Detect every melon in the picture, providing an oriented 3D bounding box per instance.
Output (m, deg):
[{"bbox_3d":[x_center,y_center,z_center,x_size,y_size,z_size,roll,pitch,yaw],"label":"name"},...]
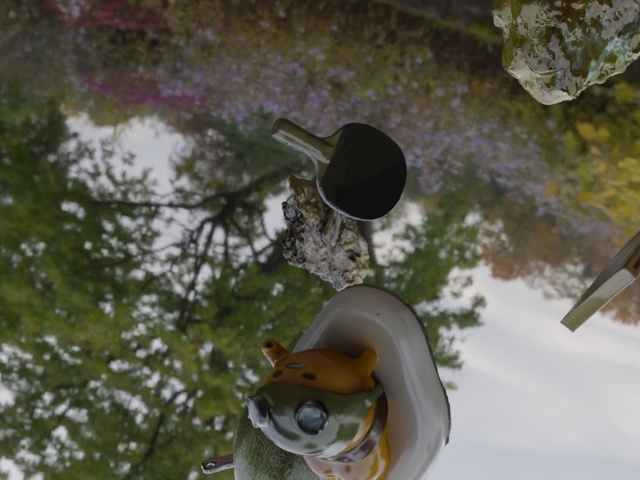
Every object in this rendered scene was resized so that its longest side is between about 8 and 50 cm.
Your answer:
[{"bbox_3d":[-0.026,0.225,0.993,0.139,0.192,0.139,9,-169,-2],"label":"melon"}]

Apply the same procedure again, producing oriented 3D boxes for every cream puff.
[{"bbox_3d":[0.379,-0.351,1.382,0.281,0.282,0.185,11,-161,-33],"label":"cream puff"}]

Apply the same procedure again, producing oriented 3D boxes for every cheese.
[{"bbox_3d":[-0.127,0.432,1.828,0.227,0.064,0.137,-10,-167,-16],"label":"cheese"}]

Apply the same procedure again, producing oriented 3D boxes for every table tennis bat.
[{"bbox_3d":[0.032,-0.117,1.347,0.246,0.138,0.022,24,177,-32],"label":"table tennis bat"}]

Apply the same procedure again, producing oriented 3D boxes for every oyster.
[{"bbox_3d":[0.000,0.000,1.663,0.223,0.214,0.083,43,-122,11],"label":"oyster"}]

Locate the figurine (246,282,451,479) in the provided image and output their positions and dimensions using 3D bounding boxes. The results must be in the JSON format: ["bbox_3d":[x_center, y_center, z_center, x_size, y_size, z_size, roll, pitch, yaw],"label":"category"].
[{"bbox_3d":[0.014,0.177,0.804,0.166,0.250,0.141,5,-157,30],"label":"figurine"}]

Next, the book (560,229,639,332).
[{"bbox_3d":[0.440,0.026,1.285,0.026,0.161,0.231,43,-128,10],"label":"book"}]
